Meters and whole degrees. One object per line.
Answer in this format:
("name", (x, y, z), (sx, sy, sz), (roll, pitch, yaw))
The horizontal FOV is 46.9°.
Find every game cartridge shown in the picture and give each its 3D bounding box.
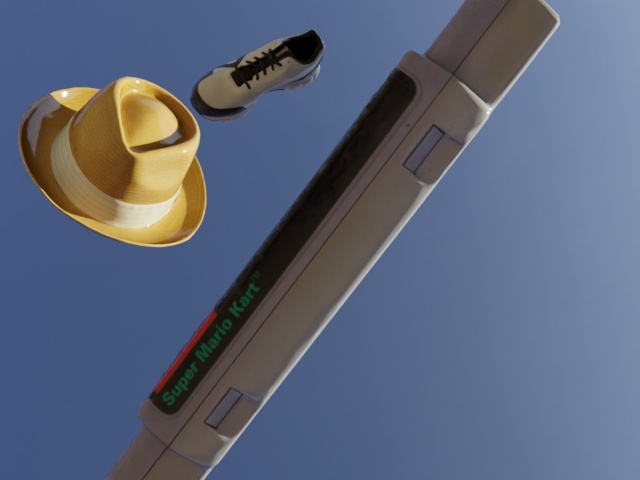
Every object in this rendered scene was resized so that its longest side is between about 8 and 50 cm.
("game cartridge", (0.000, 0.000, 0.484), (0.068, 0.230, 0.355), (38, -82, 3))

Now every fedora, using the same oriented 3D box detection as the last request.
("fedora", (-0.165, -0.085, 0.652), (0.079, 0.194, 0.194), (-45, -113, 33))

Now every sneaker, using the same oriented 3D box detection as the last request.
("sneaker", (-0.043, -0.120, 0.517), (0.109, 0.044, 0.040), (-32, -96, -25))
